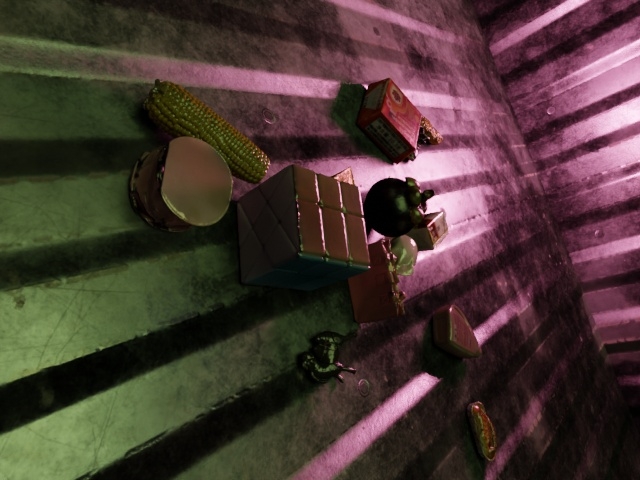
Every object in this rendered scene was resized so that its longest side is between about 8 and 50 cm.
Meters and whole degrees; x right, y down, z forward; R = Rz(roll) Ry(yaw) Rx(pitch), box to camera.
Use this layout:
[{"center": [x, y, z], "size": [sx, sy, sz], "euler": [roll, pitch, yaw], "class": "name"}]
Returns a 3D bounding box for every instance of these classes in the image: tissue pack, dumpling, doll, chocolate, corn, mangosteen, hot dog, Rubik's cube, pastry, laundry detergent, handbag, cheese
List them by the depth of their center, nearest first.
[{"center": [-0.290, -0.114, 0.977], "size": [0.179, 0.116, 0.204], "euler": [22, 59, -38], "class": "handbag"}, {"center": [-0.250, -0.234, 1.051], "size": [0.305, 0.106, 0.106], "euler": [36, 49, -15], "class": "corn"}, {"center": [-0.046, -0.017, 1.109], "size": [0.225, 0.231, 0.221], "euler": [12, 64, -41], "class": "Rubik's cube"}, {"center": [0.018, 0.290, 1.175], "size": [0.165, 0.057, 0.139], "euler": [19, 63, -35], "class": "doll"}, {"center": [0.152, 0.118, 1.309], "size": [0.059, 0.157, 0.212], "euler": [5, 69, -45], "class": "handbag"}, {"center": [0.063, -0.106, 1.363], "size": [0.126, 0.093, 0.171], "euler": [-37, 101, -51], "class": "cheese"}, {"center": [0.247, -0.112, 1.457], "size": [0.194, 0.231, 0.194], "euler": [49, 30, -42], "class": "mangosteen"}, {"center": [0.248, 0.039, 1.505], "size": [0.150, 0.092, 0.176], "euler": [27, 62, -19], "class": "dumpling"}, {"center": [0.549, 0.643, 1.578], "size": [0.099, 0.053, 0.192], "euler": [3, 69, -42], "class": "hot dog"}, {"center": [0.366, -0.031, 1.633], "size": [0.149, 0.106, 0.099], "euler": [-35, 112, -49], "class": "tissue pack"}, {"center": [0.486, 0.319, 1.635], "size": [0.237, 0.076, 0.171], "euler": [29, 54, -36], "class": "laundry detergent"}, {"center": [0.261, -0.441, 1.710], "size": [0.237, 0.108, 0.234], "euler": [41, 49, -29], "class": "chocolate"}, {"center": [0.456, -0.454, 1.960], "size": [0.140, 0.056, 0.080], "euler": [42, 39, -17], "class": "pastry"}]

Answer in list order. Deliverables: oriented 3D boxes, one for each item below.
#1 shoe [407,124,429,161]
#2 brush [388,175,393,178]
[{"center": [0.374, -0.386, 1.808], "size": [0.071, 0.099, 0.169], "euler": [34, 52, -36], "class": "shoe"}, {"center": [0.265, -0.124, 1.642], "size": [0.083, 0.010, 0.218], "euler": [-1, 76, -47], "class": "brush"}]
